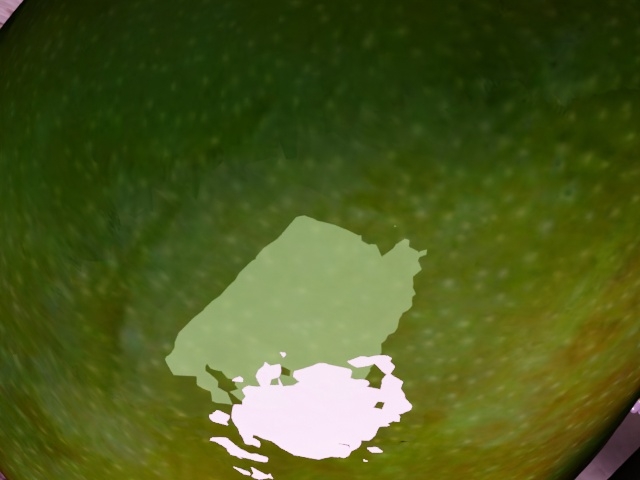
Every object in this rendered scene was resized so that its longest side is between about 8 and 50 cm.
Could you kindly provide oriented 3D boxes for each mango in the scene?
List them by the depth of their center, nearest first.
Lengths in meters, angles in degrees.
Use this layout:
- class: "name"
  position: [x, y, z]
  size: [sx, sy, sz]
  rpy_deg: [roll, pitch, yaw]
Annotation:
- class: "mango"
  position: [0.000, 0.000, 0.513]
  size: [0.225, 0.201, 0.382]
  rpy_deg: [28, 159, -12]

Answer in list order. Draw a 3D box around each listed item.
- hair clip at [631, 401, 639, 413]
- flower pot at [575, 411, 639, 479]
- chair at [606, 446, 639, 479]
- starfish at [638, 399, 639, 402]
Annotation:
- class: "hair clip"
  position: [0.141, 0.046, 0.932]
  size: [0.106, 0.084, 0.292]
  rpy_deg: [40, -172, 33]
- class: "flower pot"
  position: [0.167, 0.184, 1.178]
  size: [0.195, 0.246, 0.246]
  rpy_deg: [-2, 175, -7]
- class: "chair"
  position: [0.154, 0.094, 0.427]
  size: [0.188, 0.166, 0.272]
  rpy_deg: [43, -169, 14]
- class: "starfish"
  position: [0.232, 0.091, 0.884]
  size: [0.189, 0.074, 0.146]
  rpy_deg: [23, 162, -14]
